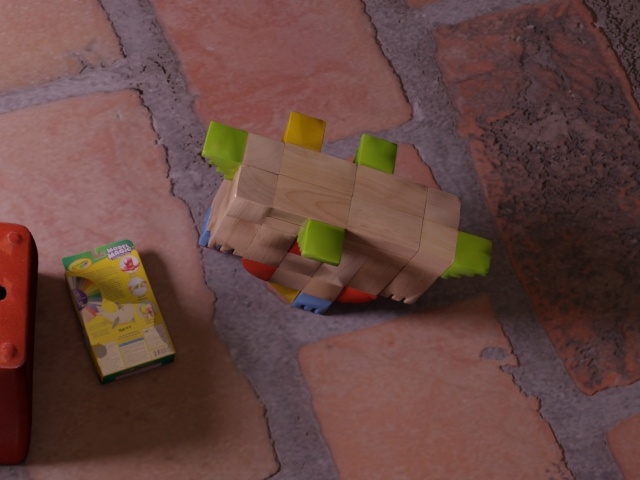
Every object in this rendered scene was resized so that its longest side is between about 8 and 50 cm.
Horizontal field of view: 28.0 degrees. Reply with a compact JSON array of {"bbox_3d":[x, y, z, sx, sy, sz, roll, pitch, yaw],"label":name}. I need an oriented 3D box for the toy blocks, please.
[{"bbox_3d":[0.000,0.000,1.688,0.381,0.261,0.191,16,61,-11],"label":"toy blocks"}]

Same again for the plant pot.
[{"bbox_3d":[-0.457,0.101,1.523,0.267,0.236,0.267,7,64,-21],"label":"plant pot"}]

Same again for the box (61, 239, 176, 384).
[{"bbox_3d":[-0.271,0.091,1.700,0.105,0.043,0.179,-17,72,-18],"label":"box"}]
